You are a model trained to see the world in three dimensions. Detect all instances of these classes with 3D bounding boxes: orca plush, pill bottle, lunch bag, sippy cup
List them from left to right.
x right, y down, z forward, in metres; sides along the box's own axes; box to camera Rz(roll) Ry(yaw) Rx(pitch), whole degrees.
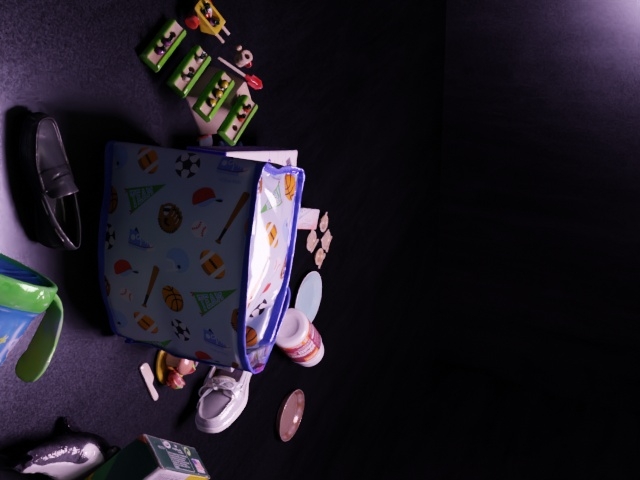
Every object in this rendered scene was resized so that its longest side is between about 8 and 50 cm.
[{"bbox_3d":[-0.487,0.110,0.807,0.224,0.305,0.240,-64,-161,-7],"label":"sippy cup"},{"bbox_3d":[-0.466,0.371,1.166,0.151,0.102,0.287,-36,153,16],"label":"orca plush"},{"bbox_3d":[-0.226,0.030,1.216,0.239,0.327,0.386,-6,104,-68],"label":"lunch bag"},{"bbox_3d":[-0.065,0.298,1.963,0.121,0.121,0.221,-68,155,-22],"label":"pill bottle"}]

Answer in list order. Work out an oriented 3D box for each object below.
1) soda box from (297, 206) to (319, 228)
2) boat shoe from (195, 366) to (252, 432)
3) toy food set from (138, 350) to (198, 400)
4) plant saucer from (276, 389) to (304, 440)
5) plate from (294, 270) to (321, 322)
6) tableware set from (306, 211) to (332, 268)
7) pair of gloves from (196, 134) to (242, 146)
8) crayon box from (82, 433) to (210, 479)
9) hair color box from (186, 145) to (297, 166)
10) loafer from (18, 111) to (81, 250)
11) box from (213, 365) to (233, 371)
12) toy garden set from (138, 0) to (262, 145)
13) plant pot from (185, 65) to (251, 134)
[{"bbox_3d":[-0.067,-0.067,1.869,0.183,0.058,0.063,-1,102,-67],"label":"soda box"},{"bbox_3d":[-0.227,0.328,1.625,0.320,0.118,0.103,-61,146,-43],"label":"boat shoe"},{"bbox_3d":[-0.301,0.267,1.469,0.218,0.071,0.128,-49,143,-49],"label":"toy food set"},{"bbox_3d":[-0.102,0.564,2.120,0.168,0.029,0.169,12,90,-68],"label":"plant saucer"},{"bbox_3d":[-0.045,0.188,2.082,0.188,0.024,0.188,-39,134,-55],"label":"plate"},{"bbox_3d":[0.000,0.000,2.103,0.169,0.020,0.141,71,37,-49],"label":"tableware set"},{"bbox_3d":[-0.233,-0.170,1.485,0.198,0.023,0.160,-33,130,-60],"label":"pair of gloves"},{"bbox_3d":[-0.391,0.504,1.228,0.318,0.081,0.202,-38,150,-2],"label":"crayon box"},{"bbox_3d":[-0.175,-0.119,1.485,0.338,0.110,0.185,-17,115,-64],"label":"hair color box"},{"bbox_3d":[-0.416,-0.089,1.028,0.076,0.078,0.223,-39,135,-57],"label":"loafer"},{"bbox_3d":[-0.250,0.180,1.378,0.114,0.203,0.103,-50,144,-45],"label":"box"},{"bbox_3d":[-0.204,-0.346,1.288,0.244,0.049,0.204,43,56,-28],"label":"toy garden set"},{"bbox_3d":[-0.207,-0.294,1.392,0.109,0.096,0.109,-61,150,-35],"label":"plant pot"}]
